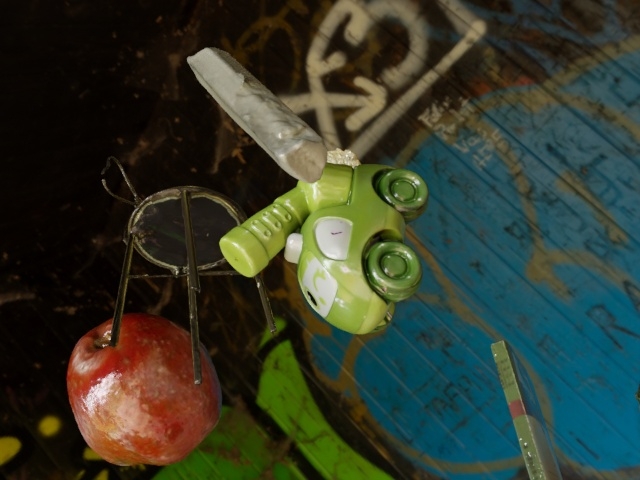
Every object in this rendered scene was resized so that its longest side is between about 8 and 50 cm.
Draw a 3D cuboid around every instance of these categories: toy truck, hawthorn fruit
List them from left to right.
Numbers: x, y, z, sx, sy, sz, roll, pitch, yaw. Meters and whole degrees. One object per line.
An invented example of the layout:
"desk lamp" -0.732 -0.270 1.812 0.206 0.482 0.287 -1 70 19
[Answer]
"hawthorn fruit" -0.305 0.259 1.106 0.284 0.284 0.284 -42 -13 -13
"toy truck" 0.018 -0.008 0.704 0.187 0.211 0.148 -61 -6 -28

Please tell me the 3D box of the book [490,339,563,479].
"book" 0.259 0.274 0.709 0.026 0.289 0.201 -19 -33 17

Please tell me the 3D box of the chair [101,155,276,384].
"chair" -0.172 -0.004 0.777 0.170 0.325 0.160 -34 -47 20

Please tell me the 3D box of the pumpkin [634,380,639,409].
"pumpkin" 0.440 0.157 0.643 0.212 0.152 0.211 -14 10 3

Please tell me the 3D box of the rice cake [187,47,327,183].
"rice cake" -0.075 -0.145 0.683 0.057 0.256 0.052 19 -68 -44

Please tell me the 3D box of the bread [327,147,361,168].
"bread" 0.046 -0.048 0.937 0.085 0.134 0.173 -24 -22 2
